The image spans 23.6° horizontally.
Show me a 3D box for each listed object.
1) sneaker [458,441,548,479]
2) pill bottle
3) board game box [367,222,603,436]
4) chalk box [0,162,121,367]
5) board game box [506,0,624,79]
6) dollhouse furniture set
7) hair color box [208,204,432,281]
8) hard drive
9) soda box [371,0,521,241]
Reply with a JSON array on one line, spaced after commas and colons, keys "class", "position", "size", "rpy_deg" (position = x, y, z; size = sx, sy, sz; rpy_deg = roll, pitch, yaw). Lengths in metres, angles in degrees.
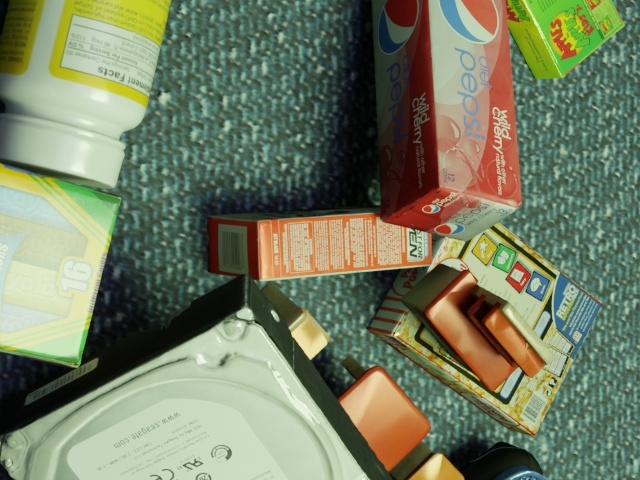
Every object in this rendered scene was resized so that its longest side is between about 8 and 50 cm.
[{"class": "sneaker", "position": [0.114, 0.280, 1.388], "size": [0.232, 0.090, 0.081], "rpy_deg": [-45, 107, 4]}, {"class": "pill bottle", "position": [-0.181, -0.151, 1.159], "size": [0.119, 0.119, 0.209], "rpy_deg": [15, 86, -30]}, {"class": "board game box", "position": [0.156, 0.070, 1.413], "size": [0.193, 0.045, 0.147], "rpy_deg": [37, 76, -27]}, {"class": "chalk box", "position": [-0.277, 0.001, 1.106], "size": [0.213, 0.132, 0.132], "rpy_deg": [17, 85, -31]}, {"class": "board game box", "position": [0.202, -0.251, 1.420], "size": [0.092, 0.043, 0.181], "rpy_deg": [-39, 111, -22]}, {"class": "dollhouse furniture set", "position": [0.055, 0.143, 1.274], "size": [0.259, 0.135, 0.262], "rpy_deg": [-44, 112, -4]}, {"class": "hair color box", "position": [0.000, 0.000, 1.290], "size": [0.167, 0.093, 0.053], "rpy_deg": [-3, 94, -31]}, {"class": "hard drive", "position": [-0.068, 0.215, 1.205], "size": [0.237, 0.064, 0.339], "rpy_deg": [-27, 116, 12]}, {"class": "soda box", "position": [0.103, -0.139, 1.293], "size": [0.092, 0.083, 0.263], "rpy_deg": [13, 63, -31]}]
